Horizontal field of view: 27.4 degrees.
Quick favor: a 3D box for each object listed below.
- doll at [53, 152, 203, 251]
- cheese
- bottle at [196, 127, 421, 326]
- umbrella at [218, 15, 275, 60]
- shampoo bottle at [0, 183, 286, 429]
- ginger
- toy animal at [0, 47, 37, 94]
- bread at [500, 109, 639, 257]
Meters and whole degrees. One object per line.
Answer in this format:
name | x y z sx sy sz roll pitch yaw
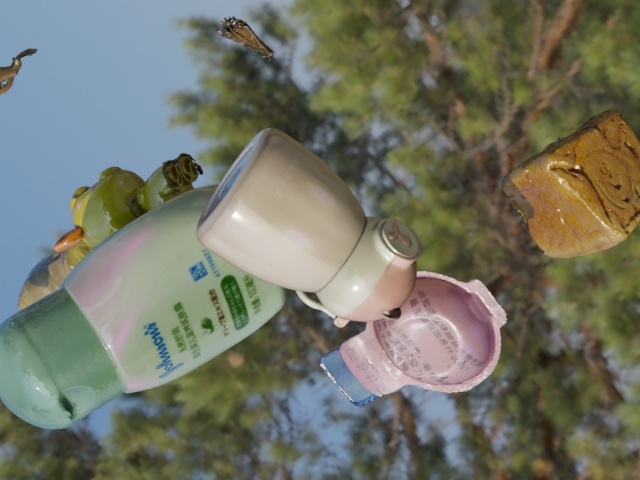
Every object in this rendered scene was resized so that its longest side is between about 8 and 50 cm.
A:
doll | -0.249 -0.035 1.727 0.135 0.221 0.143 65 -154 -9
cheese | 0.118 0.135 1.709 0.189 0.286 0.074 50 -144 -6
bottle | 0.000 0.000 1.401 0.236 0.147 0.147 34 -163 -10
umbrella | -0.068 -0.191 1.241 0.083 0.031 0.020 35 -135 -51
shampoo bottle | -0.220 0.088 1.533 0.151 0.350 0.221 45 158 39
ginger | -0.481 0.066 2.463 0.116 0.263 0.109 -3 -112 -38
toy animal | -0.508 -0.239 1.919 0.069 0.220 0.086 14 131 53
bread | 0.361 -0.072 1.800 0.149 0.143 0.158 -41 -84 -34
